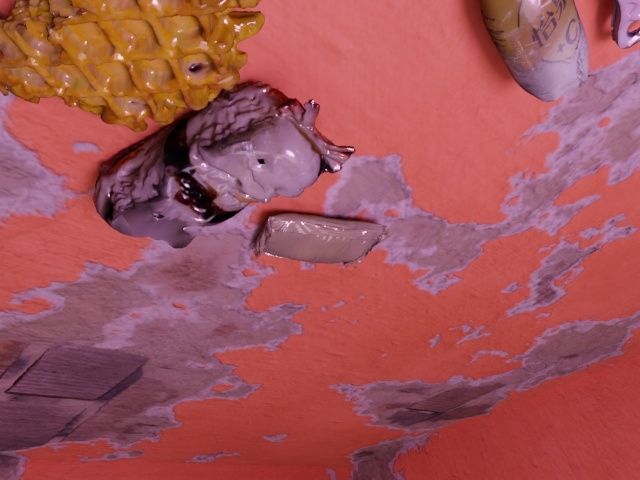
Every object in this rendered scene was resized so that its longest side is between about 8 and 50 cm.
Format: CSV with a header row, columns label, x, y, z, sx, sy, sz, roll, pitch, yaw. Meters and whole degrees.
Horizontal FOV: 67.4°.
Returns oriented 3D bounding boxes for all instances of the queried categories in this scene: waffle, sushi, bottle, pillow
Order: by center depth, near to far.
label,x,y,z,sx,sy,sz,roll,pitch,yaw
waffle,-0.191,-0.186,0.416,0.260,0.069,0.293,22,149,-40
bottle,0.198,-0.250,0.479,0.083,0.083,0.270,-30,135,24
sushi,-0.129,-0.083,0.571,0.332,0.129,0.124,-24,143,17
pillow,0.000,0.000,0.785,0.208,0.053,0.119,5,145,-22

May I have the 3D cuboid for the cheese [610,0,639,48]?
label,x,y,z,sx,sy,sz,roll,pitch,yaw
cheese,0.300,-0.293,0.449,0.163,0.082,0.286,-23,144,16
